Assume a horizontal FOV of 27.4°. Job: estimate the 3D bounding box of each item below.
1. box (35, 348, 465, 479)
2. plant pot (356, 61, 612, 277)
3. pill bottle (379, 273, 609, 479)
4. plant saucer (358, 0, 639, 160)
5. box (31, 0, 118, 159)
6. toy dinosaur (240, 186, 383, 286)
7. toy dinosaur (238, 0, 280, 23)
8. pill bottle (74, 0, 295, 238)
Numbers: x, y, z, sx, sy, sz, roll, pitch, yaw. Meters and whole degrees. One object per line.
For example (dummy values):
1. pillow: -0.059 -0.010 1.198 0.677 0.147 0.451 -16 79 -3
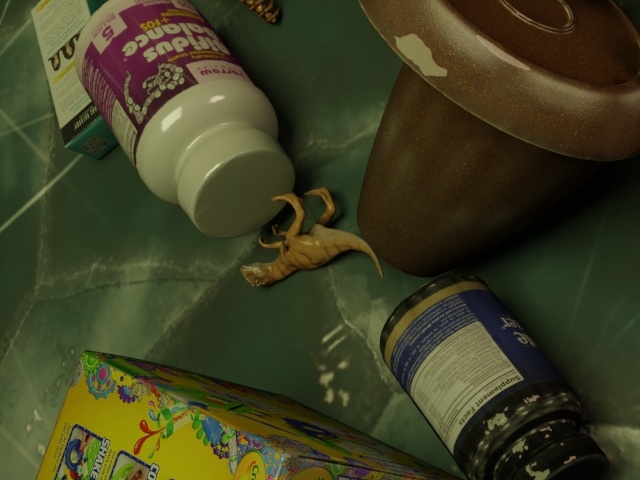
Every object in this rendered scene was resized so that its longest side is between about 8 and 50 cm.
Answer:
1. box: -0.060 0.244 1.204 0.279 0.290 0.177 18 88 43
2. plant pot: 0.135 -0.079 1.223 0.230 0.215 0.215 -53 48 37
3. pill bottle: 0.155 0.142 1.170 0.123 0.123 0.219 -49 52 17
4. plant saucer: 0.173 -0.193 1.138 0.050 0.310 0.310 -58 45 37
5. box: -0.305 -0.234 1.717 0.100 0.060 0.244 -36 56 26
6. toy dinosaur: 0.000 0.000 1.399 0.211 0.064 0.112 -16 84 45
7. toy dinosaur: -0.174 -0.384 1.531 0.164 0.218 0.322 -17 106 17
8. pill bottle: -0.151 -0.144 1.486 0.169 0.169 0.301 -50 51 16
